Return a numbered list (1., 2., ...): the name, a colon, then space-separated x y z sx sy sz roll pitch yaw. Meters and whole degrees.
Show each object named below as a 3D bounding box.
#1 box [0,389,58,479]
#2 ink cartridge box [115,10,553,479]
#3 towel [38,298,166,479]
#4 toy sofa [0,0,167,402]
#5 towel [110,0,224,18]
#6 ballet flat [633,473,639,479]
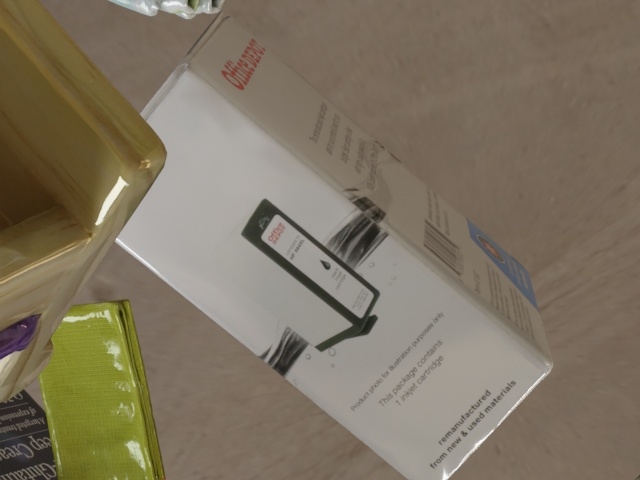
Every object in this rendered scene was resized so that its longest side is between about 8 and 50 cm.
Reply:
1. box: -0.292 0.341 1.508 0.395 0.293 0.212 44 107 15
2. ink cartridge box: 0.000 0.000 0.762 0.203 0.148 0.086 39 104 -7
3. towel: -0.179 0.169 1.362 0.102 0.021 0.237 -8 95 24
4. toy sofa: -0.221 0.037 0.361 0.150 0.362 0.177 47 130 10
5. towel: -0.193 -0.377 1.301 0.374 0.090 0.320 28 115 25
6. ballet flat: 0.060 0.163 0.360 0.164 0.182 0.483 25 59 39
